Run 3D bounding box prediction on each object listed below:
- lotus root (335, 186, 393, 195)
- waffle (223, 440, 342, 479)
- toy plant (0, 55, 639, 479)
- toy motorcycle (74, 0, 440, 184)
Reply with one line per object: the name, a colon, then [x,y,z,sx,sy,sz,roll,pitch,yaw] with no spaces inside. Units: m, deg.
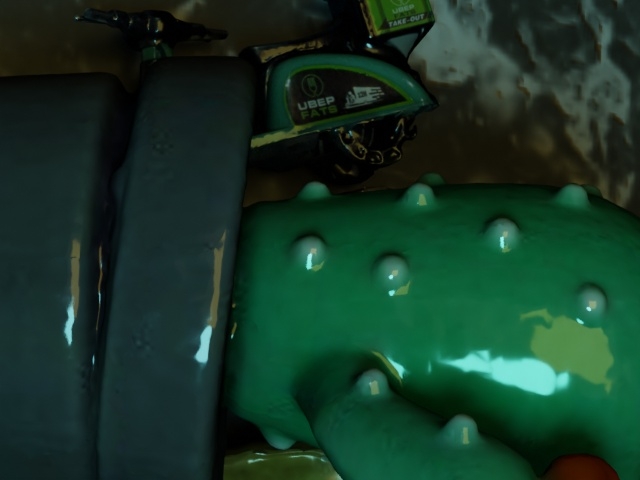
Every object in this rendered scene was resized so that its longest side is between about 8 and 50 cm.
lotus root: [-0.001,0.001,0.855,0.083,0.030,0.037,-21,91,-20]
waffle: [0.080,0.243,0.809,0.304,0.077,0.348,-4,77,-22]
toy plant: [-0.018,0.027,0.713,0.400,0.279,0.185,4,86,0]
toy motorcycle: [-0.028,-0.065,0.842,0.173,0.058,0.100,-15,85,-19]
